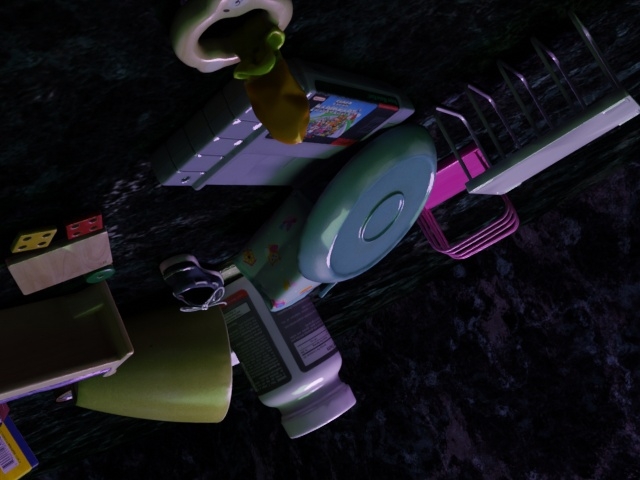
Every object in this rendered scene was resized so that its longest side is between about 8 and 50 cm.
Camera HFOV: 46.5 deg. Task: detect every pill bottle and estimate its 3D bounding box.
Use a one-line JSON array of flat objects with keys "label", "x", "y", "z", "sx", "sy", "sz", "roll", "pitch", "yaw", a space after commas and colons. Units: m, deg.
[{"label": "pill bottle", "x": -0.081, "y": 0.242, "z": 1.677, "sx": 0.210, "sy": 0.363, "sz": 0.210, "roll": -28, "pitch": 176, "yaw": -2}]

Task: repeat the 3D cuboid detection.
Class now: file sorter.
[{"label": "file sorter", "x": 0.333, "y": -0.073, "z": 1.722, "sx": 0.202, "sy": 0.182, "sz": 0.290, "roll": -31, "pitch": 166, "yaw": 15}, {"label": "file sorter", "x": 0.353, "y": -0.219, "z": 1.242, "sx": 0.277, "sy": 0.173, "sz": 0.193, "roll": -33, "pitch": 166, "yaw": 26}]

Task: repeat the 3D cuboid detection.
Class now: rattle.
[{"label": "rattle", "x": -0.075, "y": -0.180, "z": 0.684, "sx": 0.130, "sy": 0.143, "sz": 0.200, "roll": -6, "pitch": 170, "yaw": -5}]

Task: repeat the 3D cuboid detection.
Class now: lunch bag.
[{"label": "lunch bag", "x": 0.000, "y": 0.000, "z": 1.424, "sx": 0.223, "sy": 0.160, "sz": 0.262, "roll": -46, "pitch": 165, "yaw": 28}]

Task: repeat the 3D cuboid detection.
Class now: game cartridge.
[{"label": "game cartridge", "x": -0.034, "y": -0.149, "z": 1.032, "sx": 0.230, "sy": 0.068, "sz": 0.355, "roll": -30, "pitch": 167, "yaw": 31}]

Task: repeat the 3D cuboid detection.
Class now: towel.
[{"label": "towel", "x": -0.162, "y": 0.050, "z": 1.585, "sx": 0.148, "sy": 0.027, "sz": 0.110, "roll": -29, "pitch": 167, "yaw": 10}]

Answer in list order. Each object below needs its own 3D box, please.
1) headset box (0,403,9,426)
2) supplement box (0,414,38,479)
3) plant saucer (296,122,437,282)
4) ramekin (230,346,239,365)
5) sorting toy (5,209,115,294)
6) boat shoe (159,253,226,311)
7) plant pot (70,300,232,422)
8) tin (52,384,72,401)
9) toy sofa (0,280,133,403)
[{"label": "headset box", "x": -0.685, "y": 0.331, "z": 1.296, "sx": 0.218, "sy": 0.110, "sz": 0.293, "roll": -23, "pitch": -169, "yaw": -11}, {"label": "supplement box", "x": -0.807, "y": 0.501, "z": 1.535, "sx": 0.194, "sy": 0.195, "sz": 0.356, "roll": -33, "pitch": 180, "yaw": 24}, {"label": "plant saucer", "x": 0.090, "y": -0.046, "z": 1.228, "sx": 0.317, "sy": 0.043, "sz": 0.318, "roll": -37, "pitch": 153, "yaw": -23}, {"label": "ramekin", "x": -0.196, "y": 0.221, "z": 1.915, "sx": 0.277, "sy": 0.135, "sz": 0.277, "roll": -24, "pitch": 168, "yaw": -6}, {"label": "sorting toy", "x": -0.362, "y": 0.011, "z": 1.029, "sx": 0.132, "sy": 0.046, "sz": 0.274, "roll": -22, "pitch": 166, "yaw": -19}, {"label": "boat shoe", "x": -0.240, "y": 0.095, "z": 1.466, "sx": 0.095, "sy": 0.079, "sz": 0.254, "roll": -20, "pitch": 162, "yaw": -2}, {"label": "plant pot", "x": -0.368, "y": 0.264, "z": 1.571, "sx": 0.293, "sy": 0.275, "sz": 0.275, "roll": -2, "pitch": 156, "yaw": -26}, {"label": "tin", "x": -0.587, "y": 0.353, "z": 1.896, "sx": 0.189, "sy": 0.040, "sz": 0.106, "roll": -25, "pitch": 170, "yaw": -6}, {"label": "toy sofa", "x": -0.508, "y": 0.192, "z": 1.205, "sx": 0.362, "sy": 0.150, "sz": 0.177, "roll": -12, "pitch": 160, "yaw": -46}]
